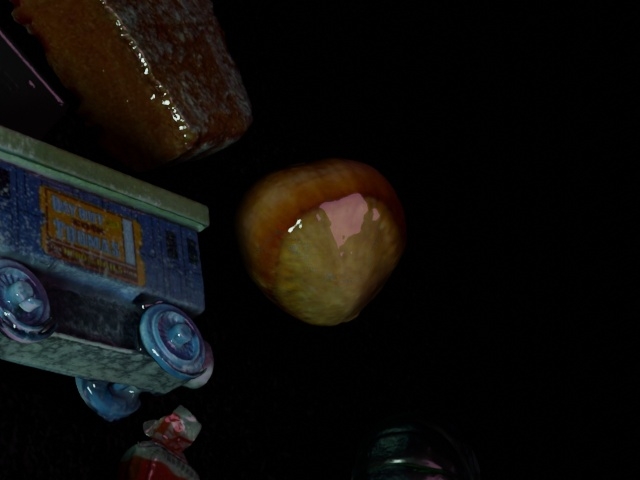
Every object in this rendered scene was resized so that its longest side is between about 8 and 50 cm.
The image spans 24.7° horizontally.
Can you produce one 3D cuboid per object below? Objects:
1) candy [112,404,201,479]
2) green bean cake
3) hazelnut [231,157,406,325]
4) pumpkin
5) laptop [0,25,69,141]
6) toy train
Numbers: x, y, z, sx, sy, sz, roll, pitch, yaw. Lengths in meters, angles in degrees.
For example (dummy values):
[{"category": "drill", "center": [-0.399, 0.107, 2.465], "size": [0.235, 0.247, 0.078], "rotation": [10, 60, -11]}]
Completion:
[{"category": "candy", "center": [-0.149, 0.260, 1.238], "size": [0.086, 0.059, 0.292], "rotation": [38, 47, -34]}, {"category": "green bean cake", "center": [-0.179, -0.181, 1.404], "size": [0.199, 0.097, 0.232], "rotation": [-22, 89, -54]}, {"category": "hazelnut", "center": [0.000, 0.000, 1.481], "size": [0.182, 0.182, 0.182], "rotation": [26, 52, -40]}, {"category": "pumpkin", "center": [0.095, 0.266, 1.453], "size": [0.194, 0.150, 0.194], "rotation": [13, 72, -47]}, {"category": "laptop", "center": [-0.316, -0.154, 1.293], "size": [0.197, 0.016, 0.135], "rotation": [49, 42, -20]}, {"category": "toy train", "center": [-0.221, 0.031, 1.228], "size": [0.300, 0.131, 0.201], "rotation": [22, 48, -43]}]
